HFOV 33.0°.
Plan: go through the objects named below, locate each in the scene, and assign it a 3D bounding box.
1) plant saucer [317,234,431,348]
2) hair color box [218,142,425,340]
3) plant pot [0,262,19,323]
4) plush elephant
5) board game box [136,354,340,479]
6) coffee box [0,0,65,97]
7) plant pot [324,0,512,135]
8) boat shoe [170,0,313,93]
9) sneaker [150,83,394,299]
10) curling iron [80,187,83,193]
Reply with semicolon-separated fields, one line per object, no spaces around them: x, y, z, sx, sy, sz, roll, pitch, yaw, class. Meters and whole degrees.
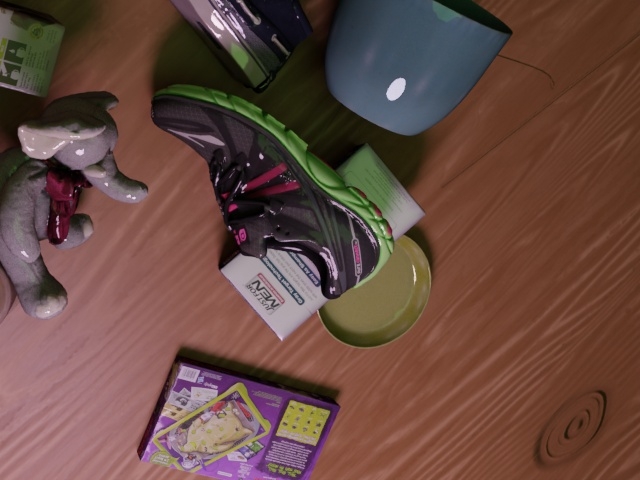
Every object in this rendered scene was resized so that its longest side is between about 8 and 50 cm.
0.098;0.090;2.084;0.240;0.037;0.241;-7;110;-20;plant saucer
0.000;0.000;1.955;0.347;0.105;0.174;-41;97;-5;hair color box
-0.576;0.054;1.699;0.263;0.229;0.263;-6;109;-19;plant pot
-0.389;-0.104;1.641;0.255;0.272;0.330;-26;111;15;plush elephant
-0.152;0.360;2.067;0.346;0.056;0.208;20;94;-26;board game box
-0.553;-0.319;1.622;0.297;0.168;0.119;13;102;-25;coffee box
0.142;-0.322;1.843;0.293;0.293;0.235;18;113;-26;plant pot
-0.153;-0.417;1.786;0.158;0.127;0.340;-45;125;-10;boat shoe
-0.099;-0.083;1.799;0.482;0.185;0.202;39;81;-2;sneaker
-0.524;-0.116;1.771;0.274;0.035;0.068;9;107;-25;curling iron
